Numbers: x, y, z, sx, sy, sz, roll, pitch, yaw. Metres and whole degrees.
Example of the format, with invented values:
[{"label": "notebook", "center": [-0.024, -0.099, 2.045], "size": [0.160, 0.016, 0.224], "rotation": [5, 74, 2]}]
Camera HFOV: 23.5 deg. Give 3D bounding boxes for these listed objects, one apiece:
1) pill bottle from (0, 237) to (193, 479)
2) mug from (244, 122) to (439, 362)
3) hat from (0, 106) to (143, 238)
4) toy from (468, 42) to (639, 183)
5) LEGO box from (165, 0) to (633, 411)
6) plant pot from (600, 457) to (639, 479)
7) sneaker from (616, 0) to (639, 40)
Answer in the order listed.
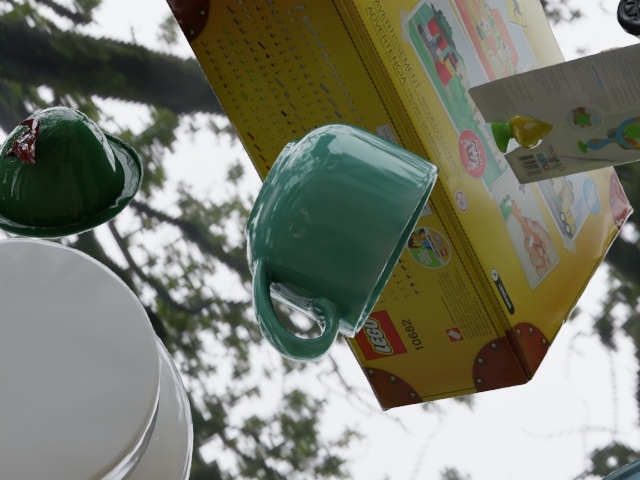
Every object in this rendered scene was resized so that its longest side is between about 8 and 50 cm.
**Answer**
[{"label": "pill bottle", "center": [-0.124, 0.096, 0.641], "size": [0.136, 0.136, 0.245], "rotation": [-15, -23, -16]}, {"label": "mug", "center": [0.004, -0.009, 1.019], "size": [0.097, 0.158, 0.129], "rotation": [27, -65, 6]}, {"label": "hat", "center": [-0.265, -0.120, 1.489], "size": [0.173, 0.208, 0.183], "rotation": [-36, -41, -30]}, {"label": "toy", "center": [0.268, -0.133, 1.392], "size": [0.237, 0.056, 0.137], "rotation": [-15, -45, 22]}, {"label": "LEGO box", "center": [0.106, -0.136, 1.628], "size": [0.193, 0.372, 0.500], "rotation": [-15, -69, 36]}, {"label": "plant pot", "center": [0.321, 0.337, 1.171], "size": [0.272, 0.255, 0.271], "rotation": [-5, -64, -10]}, {"label": "sneaker", "center": [0.377, -0.186, 1.411], "size": [0.084, 0.235, 0.097], "rotation": [-54, -48, -3]}]
